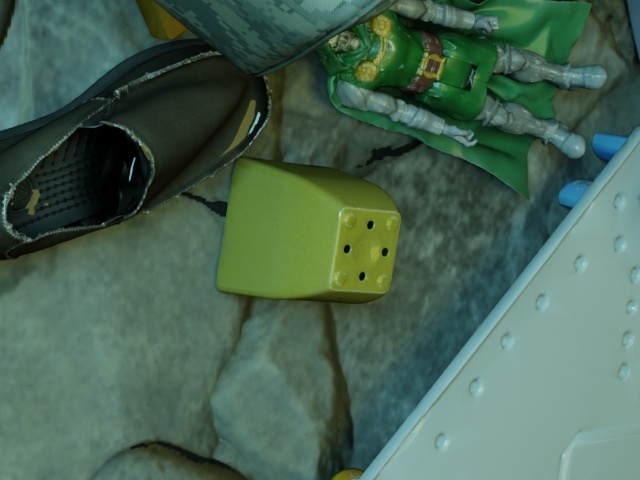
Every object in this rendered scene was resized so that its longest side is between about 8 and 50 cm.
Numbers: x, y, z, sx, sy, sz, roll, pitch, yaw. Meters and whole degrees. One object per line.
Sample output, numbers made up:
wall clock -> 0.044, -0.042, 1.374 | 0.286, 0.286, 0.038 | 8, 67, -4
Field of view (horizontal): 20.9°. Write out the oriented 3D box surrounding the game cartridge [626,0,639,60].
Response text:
game cartridge -> 0.302, -0.198, 1.255 | 0.198, 0.062, 0.297 | -30, 118, -28

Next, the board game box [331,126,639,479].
board game box -> 0.188, 0.182, 1.241 | 0.390, 0.050, 0.390 | -50, 127, -22

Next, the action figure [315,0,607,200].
action figure -> 0.079, -0.105, 1.081 | 0.232, 0.063, 0.137 | 10, 96, -38

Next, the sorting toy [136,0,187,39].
sorting toy -> -0.082, -0.275, 0.912 | 0.229, 0.041, 0.307 | -39, 122, -28

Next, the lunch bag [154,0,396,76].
lunch bag -> -0.023, -0.268, 0.806 | 0.256, 0.212, 0.305 | 39, 77, -14

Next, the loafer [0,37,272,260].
loafer -> -0.102, -0.042, 0.921 | 0.220, 0.078, 0.080 | -32, 119, -32

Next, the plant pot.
plant pot -> 0.000, 0.000, 1.016 | 0.081, 0.083, 0.081 | 5, 97, -41
